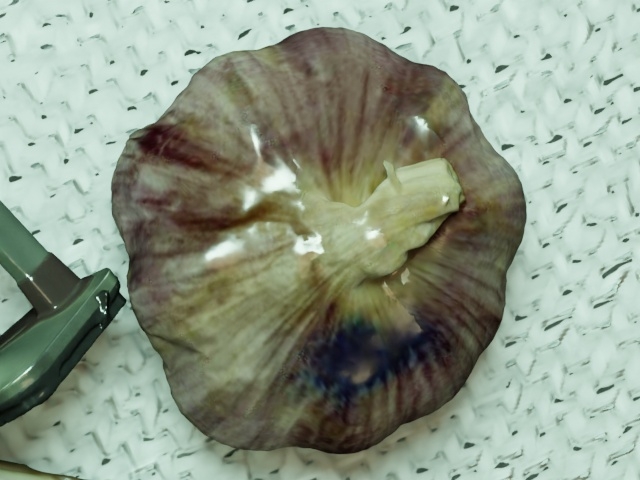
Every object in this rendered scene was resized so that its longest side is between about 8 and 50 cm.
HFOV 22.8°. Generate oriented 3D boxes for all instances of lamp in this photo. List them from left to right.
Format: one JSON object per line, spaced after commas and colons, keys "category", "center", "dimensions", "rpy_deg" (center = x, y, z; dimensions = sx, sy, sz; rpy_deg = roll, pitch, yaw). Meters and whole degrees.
{"category": "lamp", "center": [-0.261, 0.013, 0.810], "dimensions": [0.283, 0.124, 0.203], "rpy_deg": [37, 39, -6]}

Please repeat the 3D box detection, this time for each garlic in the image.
{"category": "garlic", "center": [0.000, 0.000, 0.870], "dimensions": [0.245, 0.160, 0.245], "rpy_deg": [0, 88, -8]}

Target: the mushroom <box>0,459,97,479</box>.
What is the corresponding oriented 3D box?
{"category": "mushroom", "center": [-0.146, 0.214, 0.842], "dimensions": [0.236, 0.162, 0.173], "rpy_deg": [10, 85, -6]}
